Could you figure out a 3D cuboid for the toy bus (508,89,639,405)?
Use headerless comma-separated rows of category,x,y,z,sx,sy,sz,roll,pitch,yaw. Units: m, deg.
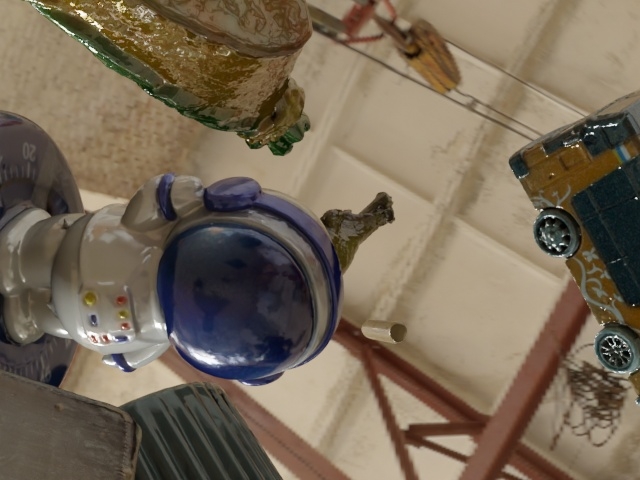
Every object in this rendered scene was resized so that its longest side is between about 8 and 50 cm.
toy bus,0.319,-0.003,1.148,0.167,0.138,0.275,-31,-93,46

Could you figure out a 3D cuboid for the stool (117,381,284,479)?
stool,-0.117,0.324,1.052,0.297,0.297,0.330,-38,-108,23

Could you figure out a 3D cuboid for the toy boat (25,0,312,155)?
toy boat,-0.075,-0.103,0.492,0.088,0.229,0.089,-16,-130,47

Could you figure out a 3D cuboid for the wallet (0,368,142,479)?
wallet,-0.154,0.135,0.595,0.122,0.232,0.031,18,-71,-11

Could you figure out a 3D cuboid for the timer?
timer,-0.170,0.024,0.870,0.383,0.270,0.270,1,-96,18

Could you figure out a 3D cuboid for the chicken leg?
chicken leg,0.000,0.000,1.121,0.093,0.178,0.070,61,-26,-3

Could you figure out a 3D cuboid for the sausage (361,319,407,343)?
sausage,0.069,0.098,1.300,0.024,0.132,0.024,0,-92,-11
